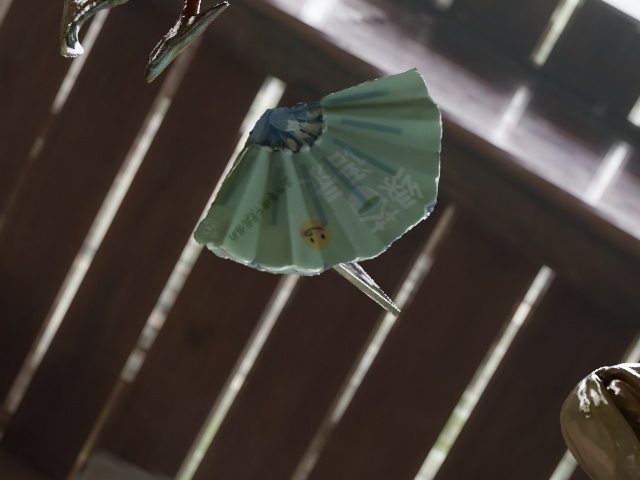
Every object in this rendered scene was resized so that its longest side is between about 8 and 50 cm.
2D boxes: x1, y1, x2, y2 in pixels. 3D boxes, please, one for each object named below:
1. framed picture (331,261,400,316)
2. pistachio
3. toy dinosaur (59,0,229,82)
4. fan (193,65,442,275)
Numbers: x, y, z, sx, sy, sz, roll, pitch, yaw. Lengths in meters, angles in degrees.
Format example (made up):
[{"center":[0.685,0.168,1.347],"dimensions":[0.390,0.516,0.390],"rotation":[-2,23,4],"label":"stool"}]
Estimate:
[{"center":[0.000,0.000,1.921],"dimensions":[0.136,0.010,0.201],"rotation":[49,5,29],"label":"framed picture"},{"center":[0.317,0.201,1.926],"dimensions":[0.206,0.129,0.131],"rotation":[55,-8,48],"label":"pistachio"},{"center":[-0.082,-0.223,1.689],"dimensions":[0.113,0.327,0.207],"rotation":[52,8,-45],"label":"toy dinosaur"},{"center":[0.011,-0.048,1.347],"dimensions":[0.131,0.009,0.240],"rotation":[44,54,8],"label":"fan"}]
